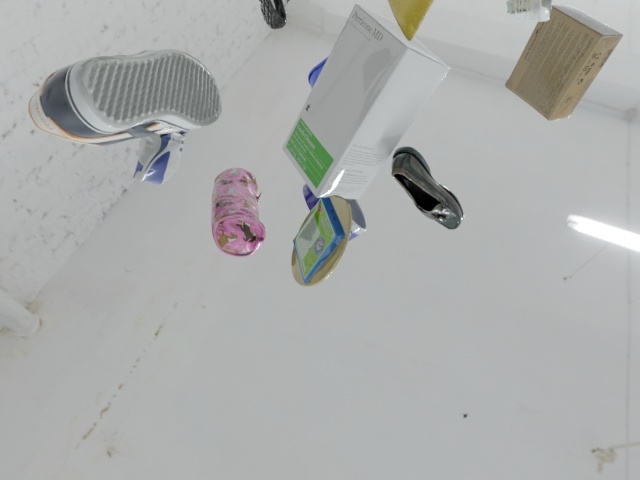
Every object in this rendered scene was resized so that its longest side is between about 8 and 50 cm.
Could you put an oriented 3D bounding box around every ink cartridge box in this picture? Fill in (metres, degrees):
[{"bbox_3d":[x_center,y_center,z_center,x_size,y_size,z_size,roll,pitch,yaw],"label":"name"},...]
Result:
[{"bbox_3d":[0.641,-0.478,1.107,0.088,0.235,0.193,-13,-126,-20],"label":"ink cartridge box"}]

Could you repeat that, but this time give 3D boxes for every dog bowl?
[{"bbox_3d":[0.055,-0.121,1.472,0.104,0.265,0.265,-33,-121,19],"label":"dog bowl"}]

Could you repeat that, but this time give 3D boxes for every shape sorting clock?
[{"bbox_3d":[0.000,0.000,0.871,0.040,0.206,0.206,20,-127,-27],"label":"shape sorting clock"}]

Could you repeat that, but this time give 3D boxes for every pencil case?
[{"bbox_3d":[-0.270,-0.102,1.345,0.167,0.160,0.386,-11,-148,-5],"label":"pencil case"}]

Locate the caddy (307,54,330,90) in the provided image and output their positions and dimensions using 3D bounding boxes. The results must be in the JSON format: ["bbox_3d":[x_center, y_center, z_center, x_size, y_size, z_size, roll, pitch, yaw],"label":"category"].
[{"bbox_3d":[0.107,-0.613,1.537,0.241,0.341,0.179,-1,-100,-41],"label":"caddy"}]

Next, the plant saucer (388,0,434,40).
[{"bbox_3d":[0.144,-0.415,0.372,0.080,0.333,0.333,21,-86,-1],"label":"plant saucer"}]

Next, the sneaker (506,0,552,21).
[{"bbox_3d":[0.376,-0.421,0.741,0.061,0.054,0.152,-2,-155,13],"label":"sneaker"}]

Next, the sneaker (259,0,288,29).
[{"bbox_3d":[-0.091,-0.629,0.959,0.124,0.107,0.284,-10,-105,-10],"label":"sneaker"}]

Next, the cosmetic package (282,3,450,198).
[{"bbox_3d":[0.085,-0.291,0.928,0.155,0.366,0.197,-3,-133,-41],"label":"cosmetic package"}]

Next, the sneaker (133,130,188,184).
[{"bbox_3d":[-0.559,-0.356,1.385,0.182,0.127,0.316,27,-86,17],"label":"sneaker"}]

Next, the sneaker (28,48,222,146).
[{"bbox_3d":[-0.278,-0.219,0.624,0.127,0.126,0.321,-6,-165,20],"label":"sneaker"}]

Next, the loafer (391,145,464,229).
[{"bbox_3d":[0.254,-0.106,1.001,0.267,0.096,0.084,44,-126,-25],"label":"loafer"}]
